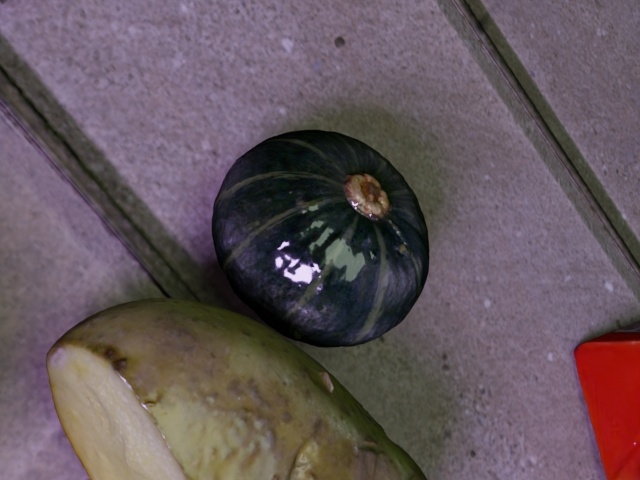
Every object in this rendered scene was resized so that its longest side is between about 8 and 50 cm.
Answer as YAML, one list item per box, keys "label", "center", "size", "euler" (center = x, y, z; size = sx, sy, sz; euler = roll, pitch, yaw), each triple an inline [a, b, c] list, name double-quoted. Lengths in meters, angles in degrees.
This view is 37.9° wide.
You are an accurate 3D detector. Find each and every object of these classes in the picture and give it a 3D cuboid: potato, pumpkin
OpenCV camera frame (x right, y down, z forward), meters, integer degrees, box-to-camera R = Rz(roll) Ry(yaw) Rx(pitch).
- label: "potato"
  center: [-0.049, 0.149, 0.601]
  size: [0.298, 0.141, 0.176]
  euler: [38, 45, -17]
- label: "pumpkin"
  center: [0.001, -0.002, 0.680]
  size: [0.167, 0.125, 0.167]
  euler: [35, 36, -31]

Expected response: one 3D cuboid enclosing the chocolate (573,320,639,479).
- label: "chocolate"
  center: [0.460, 0.226, 0.961]
  size: [0.360, 0.161, 0.342]
  euler: [-11, 83, -39]
